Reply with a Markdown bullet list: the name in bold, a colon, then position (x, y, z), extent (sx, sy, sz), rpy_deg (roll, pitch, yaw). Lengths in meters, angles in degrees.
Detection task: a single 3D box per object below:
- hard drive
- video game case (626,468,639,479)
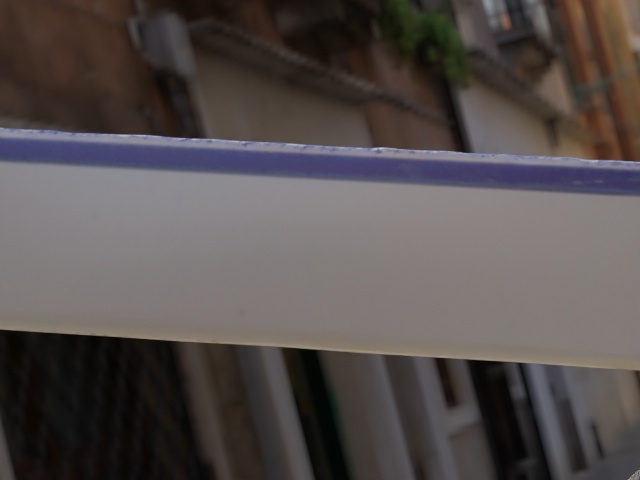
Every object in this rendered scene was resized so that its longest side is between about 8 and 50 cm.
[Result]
- **hard drive**: position (0.000, 0.000, 0.542), extent (0.210, 0.040, 0.319), rpy_deg (3, 0, 6)
- **video game case**: position (0.053, 0.105, 0.428), extent (0.122, 0.011, 0.087), rpy_deg (-42, 28, -1)
